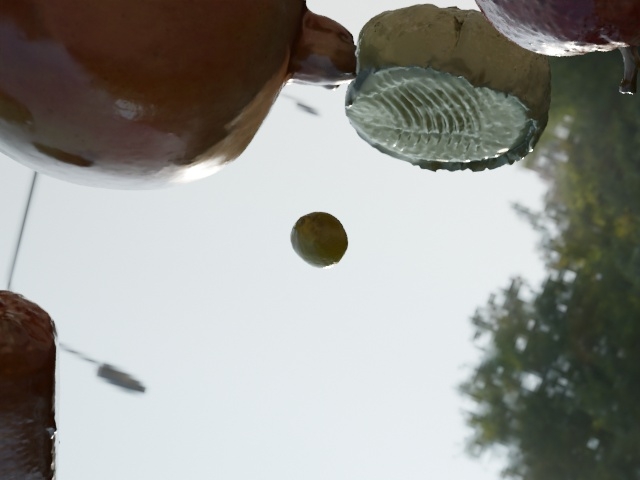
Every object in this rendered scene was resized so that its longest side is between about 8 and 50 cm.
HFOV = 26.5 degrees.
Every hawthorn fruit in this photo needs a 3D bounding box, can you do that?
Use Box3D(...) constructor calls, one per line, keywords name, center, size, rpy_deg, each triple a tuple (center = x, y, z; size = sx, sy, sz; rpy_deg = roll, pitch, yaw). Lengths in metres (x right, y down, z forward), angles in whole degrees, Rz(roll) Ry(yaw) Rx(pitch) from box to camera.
Box3D(name="hawthorn fruit", center=(0.222, -0.242, 1.157), size=(0.253, 0.205, 0.205), rpy_deg=(58, -168, -18))

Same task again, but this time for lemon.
Box3D(name="lemon", center=(0.000, 0.000, 1.571), size=(0.065, 0.065, 0.092), rpy_deg=(34, 173, 37))

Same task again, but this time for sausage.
Box3D(name="sausage", center=(-0.231, 0.164, 0.959), size=(0.097, 0.348, 0.094), rpy_deg=(9, -138, -3))

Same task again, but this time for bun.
Box3D(name="bun", center=(0.154, -0.191, 1.607), size=(0.259, 0.152, 0.259), rpy_deg=(9, 155, 4))

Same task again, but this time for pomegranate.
Box3D(name="pomegranate", center=(-0.107, -0.149, 0.841), size=(0.271, 0.229, 0.252), rpy_deg=(9, -114, -4))
